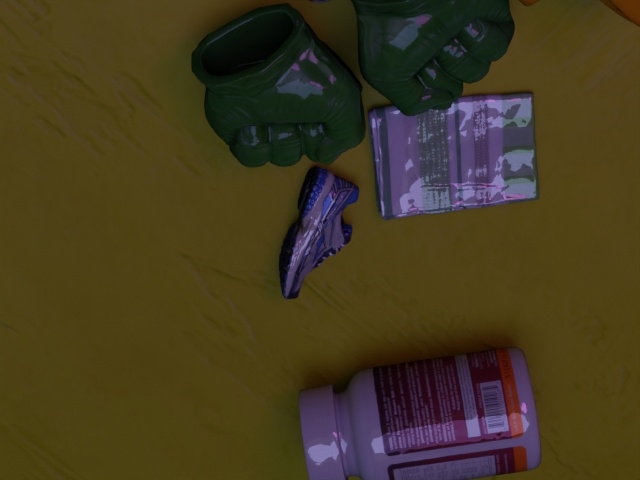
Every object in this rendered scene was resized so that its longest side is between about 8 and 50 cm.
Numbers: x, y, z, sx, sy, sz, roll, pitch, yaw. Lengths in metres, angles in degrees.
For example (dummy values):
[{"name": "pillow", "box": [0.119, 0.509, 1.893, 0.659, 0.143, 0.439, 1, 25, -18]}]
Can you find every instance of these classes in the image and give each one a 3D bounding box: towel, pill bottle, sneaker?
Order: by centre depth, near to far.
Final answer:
[{"name": "towel", "box": [0.124, -0.077, 1.406, 0.152, 0.023, 0.113, -6, 117, 2]}, {"name": "sneaker", "box": [0.000, 0.000, 1.427, 0.058, 0.052, 0.135, 14, 116, -13]}, {"name": "pill bottle", "box": [0.095, 0.177, 1.476, 0.221, 0.121, 0.121, -9, 116, 3]}]

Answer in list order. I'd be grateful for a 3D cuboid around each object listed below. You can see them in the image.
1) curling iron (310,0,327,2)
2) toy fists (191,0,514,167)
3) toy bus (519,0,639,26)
[{"name": "curling iron", "box": [-0.080, -0.285, 1.292, 0.274, 0.035, 0.068, 29, 113, -15]}, {"name": "toy fists", "box": [0.033, -0.149, 1.316, 0.279, 0.096, 0.142, -25, 139, 9]}, {"name": "toy bus", "box": [0.150, -0.303, 1.212, 0.332, 0.108, 0.130, 43, 139, -13]}]
